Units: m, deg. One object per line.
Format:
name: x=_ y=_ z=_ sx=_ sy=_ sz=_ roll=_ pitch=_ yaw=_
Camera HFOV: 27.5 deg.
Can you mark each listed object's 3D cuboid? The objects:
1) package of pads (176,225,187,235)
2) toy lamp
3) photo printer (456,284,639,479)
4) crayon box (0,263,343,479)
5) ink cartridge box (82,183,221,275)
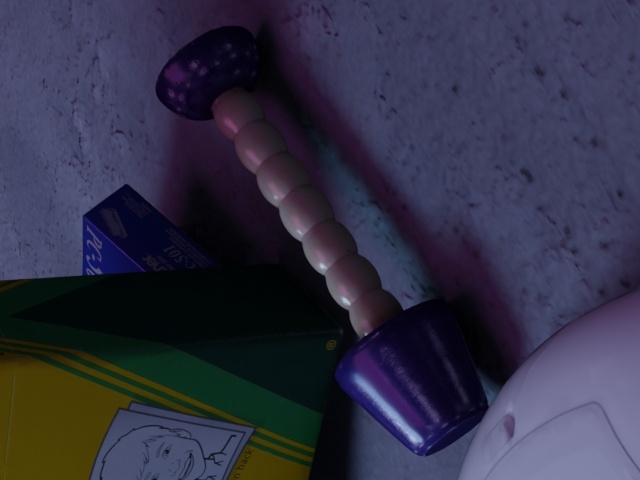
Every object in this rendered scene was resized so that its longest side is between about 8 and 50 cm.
package of pads: x=-0.120 y=0.023 z=1.018 sx=0.050 sy=0.032 sz=0.083 roll=63 pitch=151 yaw=4
toy lamp: x=0.000 y=0.000 z=0.758 sx=0.275 sy=0.080 sz=0.080 roll=54 pitch=149 yaw=20
photo printer: x=0.184 y=0.171 z=0.552 sx=0.307 sy=0.107 sz=0.256 roll=56 pitch=149 yaw=19
crayon box: x=-0.174 y=0.202 z=0.855 sx=0.106 sy=0.313 sz=0.363 roll=43 pitch=128 yaw=49
ink cartridge box: x=-0.132 y=0.056 z=0.985 sx=0.097 sy=0.046 sz=0.207 roll=40 pitch=148 yaw=16
